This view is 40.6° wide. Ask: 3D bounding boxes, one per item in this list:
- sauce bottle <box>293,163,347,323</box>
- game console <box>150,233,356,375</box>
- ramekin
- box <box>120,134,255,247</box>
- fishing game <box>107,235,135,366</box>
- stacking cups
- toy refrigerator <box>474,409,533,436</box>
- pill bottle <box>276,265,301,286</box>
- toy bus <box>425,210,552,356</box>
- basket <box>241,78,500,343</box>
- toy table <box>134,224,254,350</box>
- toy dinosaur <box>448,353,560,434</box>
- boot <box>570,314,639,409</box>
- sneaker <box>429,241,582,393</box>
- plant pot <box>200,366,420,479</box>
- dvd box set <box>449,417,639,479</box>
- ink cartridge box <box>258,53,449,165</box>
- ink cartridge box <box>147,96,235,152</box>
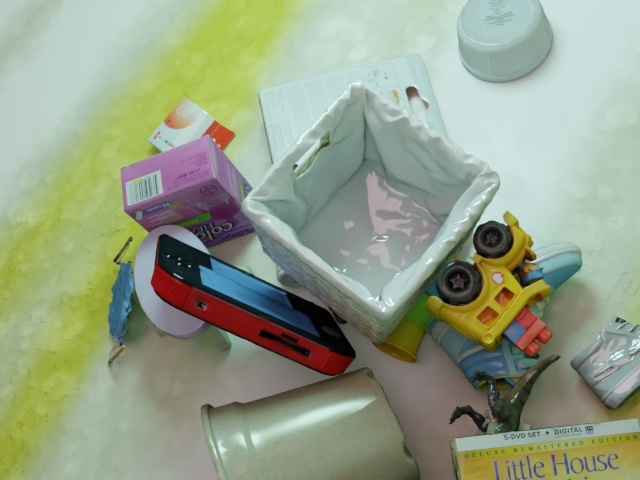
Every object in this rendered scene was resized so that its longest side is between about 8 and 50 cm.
[{"bbox_3d":[0.000,0.000,1.756,0.111,0.111,0.344,-32,72,4],"label":"sauce bottle"},{"bbox_3d":[-0.128,0.107,1.602,0.060,0.387,0.342,-61,14,10],"label":"game console"},{"bbox_3d":[0.395,-0.461,1.890,0.207,0.109,0.207,-9,62,18],"label":"ramekin"},{"bbox_3d":[-0.281,-0.090,1.895,0.214,0.243,0.117,-19,60,11],"label":"box"},{"bbox_3d":[-0.434,0.132,1.921,0.189,0.041,0.264,-44,43,52],"label":"fishing game"},{"bbox_3d":[0.203,0.079,1.713,0.096,0.096,0.316,15,70,27],"label":"stacking cups"},{"bbox_3d":[0.280,0.439,1.496,0.094,0.102,0.269,16,73,27],"label":"toy refrigerator"},{"bbox_3d":[-0.054,0.012,1.847,0.087,0.087,0.160,-13,61,15],"label":"pill bottle"},{"bbox_3d":[0.322,0.091,1.495,0.211,0.149,0.220,39,86,21],"label":"toy bus"},{"bbox_3d":[0.092,-0.039,1.566,0.331,0.266,0.328,37,76,15],"label":"basket"},{"bbox_3d":[-0.277,0.111,1.844,0.252,0.161,0.274,-22,59,11],"label":"toy table"},{"bbox_3d":[0.294,0.289,1.469,0.118,0.064,0.268,27,77,14],"label":"toy dinosaur"},{"bbox_3d":[0.563,0.169,1.519,0.258,0.095,0.123,-41,65,0],"label":"boot"},{"bbox_3d":[0.380,0.159,1.586,0.319,0.127,0.208,-36,58,10],"label":"sneaker"},{"bbox_3d":[-0.005,0.383,1.536,0.306,0.333,0.333,-24,58,-4],"label":"plant pot"},{"bbox_3d":[0.383,0.503,1.345,0.308,0.062,0.420,-5,74,-3],"label":"dvd box set"},{"bbox_3d":[0.073,-0.242,1.943,0.385,0.091,0.308,-13,60,1],"label":"ink cartridge box"},{"bbox_3d":[-0.316,-0.252,2.108,0.179,0.045,0.145,33,81,34],"label":"ink cartridge box"}]
